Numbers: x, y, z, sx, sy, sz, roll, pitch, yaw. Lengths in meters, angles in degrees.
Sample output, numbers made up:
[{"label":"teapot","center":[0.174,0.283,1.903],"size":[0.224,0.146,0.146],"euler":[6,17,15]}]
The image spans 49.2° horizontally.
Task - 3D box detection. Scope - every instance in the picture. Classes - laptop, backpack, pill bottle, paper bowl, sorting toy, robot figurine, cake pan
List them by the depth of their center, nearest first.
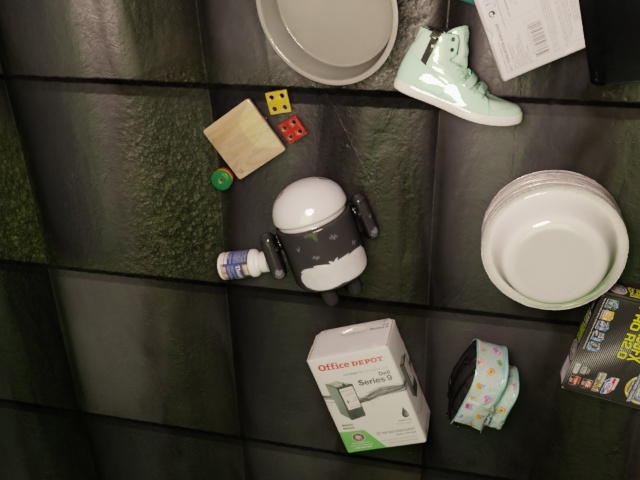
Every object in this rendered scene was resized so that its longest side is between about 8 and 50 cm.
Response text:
[{"label":"laptop","center":[0.587,-0.407,1.171],"size":[0.264,0.136,0.234],"euler":[-32,124,-11]},{"label":"cake pan","center":[0.017,-0.436,1.302],"size":[0.293,0.054,0.293],"euler":[18,132,21]},{"label":"paper bowl","center":[0.467,0.013,1.407],"size":[0.284,0.148,0.284],"euler":[6,118,11]},{"label":"sorting toy","center":[-0.152,-0.227,1.503],"size":[0.275,0.046,0.132],"euler":[-30,106,27]},{"label":"robot figurine","center":[0.001,-0.001,1.513],"size":[0.174,0.209,0.278],"euler":[-1,120,40]},{"label":"backpack","center":[0.370,0.323,1.584],"size":[0.144,0.166,0.188],"euler":[12,123,7]},{"label":"pill bottle","center":[-0.176,0.055,1.647],"size":[0.120,0.067,0.067],"euler":[-7,115,18]}]

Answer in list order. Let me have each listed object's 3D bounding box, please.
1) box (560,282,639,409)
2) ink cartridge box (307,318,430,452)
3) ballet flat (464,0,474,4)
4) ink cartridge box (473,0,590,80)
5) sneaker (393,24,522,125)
[{"label":"box","center":[0.670,0.232,1.517],"size":[0.216,0.060,0.270],"euler":[15,120,7]},{"label":"ink cartridge box","center":[0.119,0.353,1.693],"size":[0.211,0.121,0.289],"euler":[-15,112,21]},{"label":"ballet flat","center":[0.206,-0.488,1.267],"size":[0.232,0.080,0.073],"euler":[17,92,3]},{"label":"ink cartridge box","center":[0.430,-0.422,1.201],"size":[0.311,0.065,0.185],"euler":[-20,122,16]},{"label":"sneaker","center":[0.280,-0.315,1.314],"size":[0.256,0.094,0.151],"euler":[21,117,2]}]
